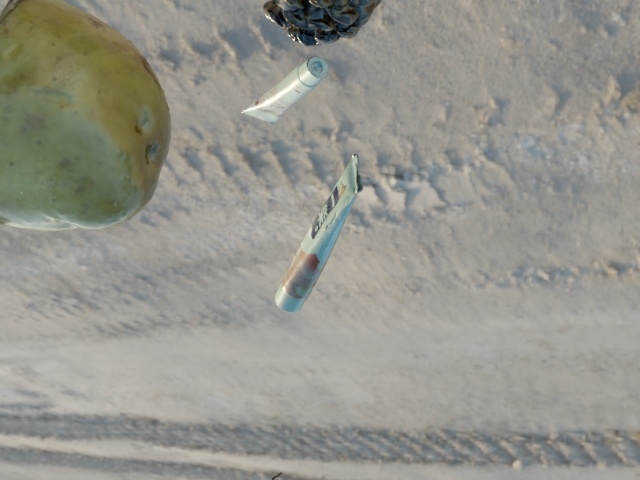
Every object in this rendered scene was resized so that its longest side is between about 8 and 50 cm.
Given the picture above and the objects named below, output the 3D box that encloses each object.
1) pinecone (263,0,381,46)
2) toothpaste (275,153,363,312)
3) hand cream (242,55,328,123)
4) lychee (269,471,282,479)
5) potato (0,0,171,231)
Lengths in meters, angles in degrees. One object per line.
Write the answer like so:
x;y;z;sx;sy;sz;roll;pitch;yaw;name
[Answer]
0.001;-0.443;1.380;0.243;0.243;0.257;14;144;-3;pinecone
0.000;0.000;0.864;0.036;0.056;0.205;12;132;-18;toothpaste
-0.076;-0.328;1.793;0.085;0.058;0.331;13;166;-24;hand cream
-0.018;0.408;0.921;0.264;0.300;0.264;-11;133;-12;lychee
-0.288;-0.130;0.949;0.243;0.285;0.242;19;163;6;potato
